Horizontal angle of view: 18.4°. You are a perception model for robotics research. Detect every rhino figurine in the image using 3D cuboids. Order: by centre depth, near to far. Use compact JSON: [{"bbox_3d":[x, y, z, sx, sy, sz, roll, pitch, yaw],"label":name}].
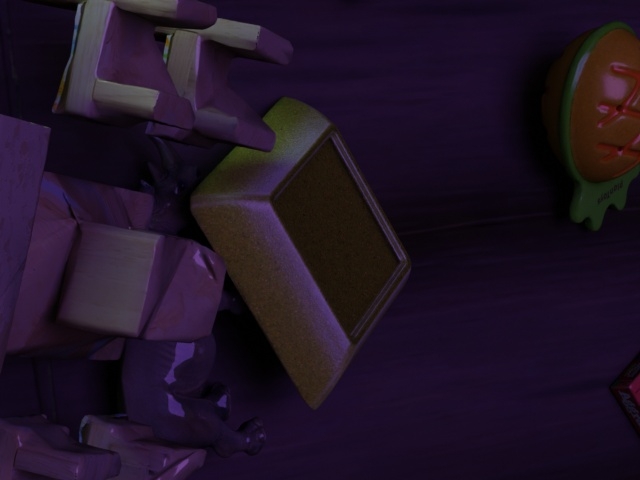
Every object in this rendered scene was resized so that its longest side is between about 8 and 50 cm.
[{"bbox_3d":[-0.107,0.041,1.427,0.106,0.073,0.243,-4,86,-39],"label":"rhino figurine"}]

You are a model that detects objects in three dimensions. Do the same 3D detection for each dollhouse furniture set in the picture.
[{"bbox_3d":[-0.232,0.003,1.213,0.394,0.256,0.362,12,90,-70],"label":"dollhouse furniture set"}]

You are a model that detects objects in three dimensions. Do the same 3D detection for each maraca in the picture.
[{"bbox_3d":[0.242,-0.098,1.684,0.127,0.099,0.186,-33,129,-37],"label":"maraca"}]

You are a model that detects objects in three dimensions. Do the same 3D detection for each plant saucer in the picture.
[{"bbox_3d":[0.000,0.000,1.482,0.188,0.045,0.188,60,34,-15],"label":"plant saucer"}]

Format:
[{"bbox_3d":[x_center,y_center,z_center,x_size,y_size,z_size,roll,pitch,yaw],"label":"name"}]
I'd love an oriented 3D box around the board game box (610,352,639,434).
[{"bbox_3d":[0.383,0.102,1.806,0.281,0.027,0.145,-44,112,-31],"label":"board game box"}]
